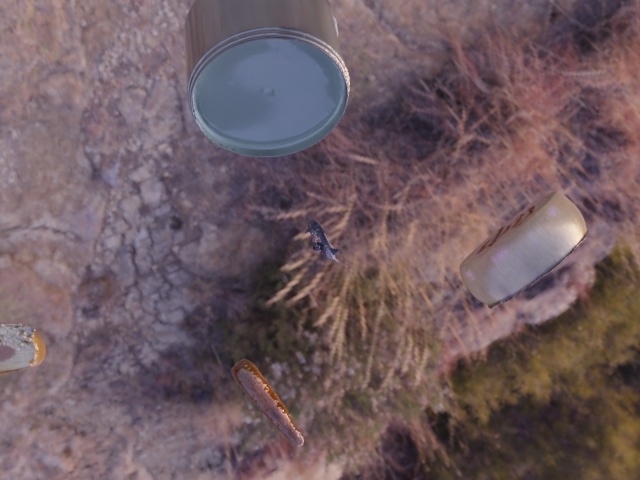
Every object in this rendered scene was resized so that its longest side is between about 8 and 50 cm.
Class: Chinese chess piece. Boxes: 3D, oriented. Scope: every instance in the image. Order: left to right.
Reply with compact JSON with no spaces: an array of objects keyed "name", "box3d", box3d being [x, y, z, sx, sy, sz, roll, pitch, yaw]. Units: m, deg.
[{"name":"Chinese chess piece","box3d":[0.406,0.019,1.916,0.270,0.112,0.270,-39,178,-1]}]

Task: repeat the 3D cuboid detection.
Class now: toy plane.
[{"name":"toy plane","box3d":[0.000,0.000,1.515,0.031,0.083,0.078,-43,155,14]}]

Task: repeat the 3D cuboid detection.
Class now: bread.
[{"name":"bread","box3d":[-0.535,0.183,1.605,0.134,0.085,0.173,-13,176,-15]}]

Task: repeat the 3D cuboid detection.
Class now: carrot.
[{"name":"carrot","box3d":[-0.090,0.292,1.713,0.047,0.191,0.047,-40,177,-2]}]

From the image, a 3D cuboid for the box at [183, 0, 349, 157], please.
[{"name":"box","box3d":[-0.078,-0.246,1.353,0.226,0.149,0.226,-6,141,-5]}]
